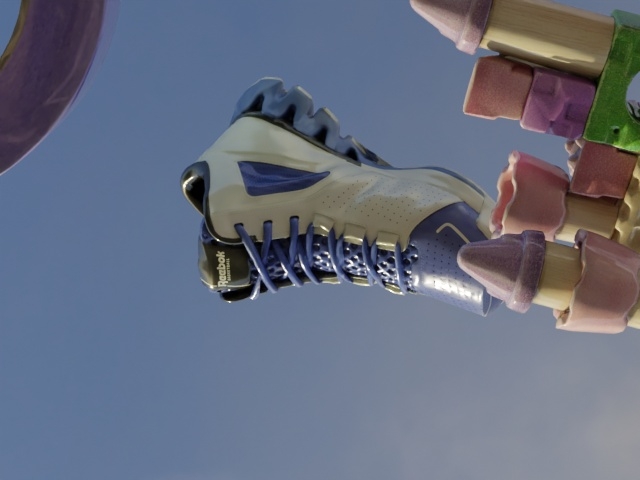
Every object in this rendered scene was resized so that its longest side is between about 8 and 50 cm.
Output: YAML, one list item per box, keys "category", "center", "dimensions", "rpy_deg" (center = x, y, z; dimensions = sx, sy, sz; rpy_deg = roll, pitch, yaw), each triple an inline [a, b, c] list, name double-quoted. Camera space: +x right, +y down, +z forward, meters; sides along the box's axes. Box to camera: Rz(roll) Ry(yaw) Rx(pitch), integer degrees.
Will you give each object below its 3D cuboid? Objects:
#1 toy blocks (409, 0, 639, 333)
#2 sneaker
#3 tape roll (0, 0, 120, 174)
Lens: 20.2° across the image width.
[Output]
- category: "toy blocks"
  center: [0.178, -0.120, 1.205]
  dimensions: [0.260, 0.309, 0.288]
  rpy_deg: [13, -65, -2]
- category: "sneaker"
  center: [-0.001, -0.001, 1.516]
  dimensions: [0.315, 0.182, 0.127]
  rpy_deg: [31, -33, 29]
- category: "tape roll"
  center: [-0.177, -0.109, 0.727]
  dimensions: [0.189, 0.080, 0.189]
  rpy_deg: [0, -79, -1]
